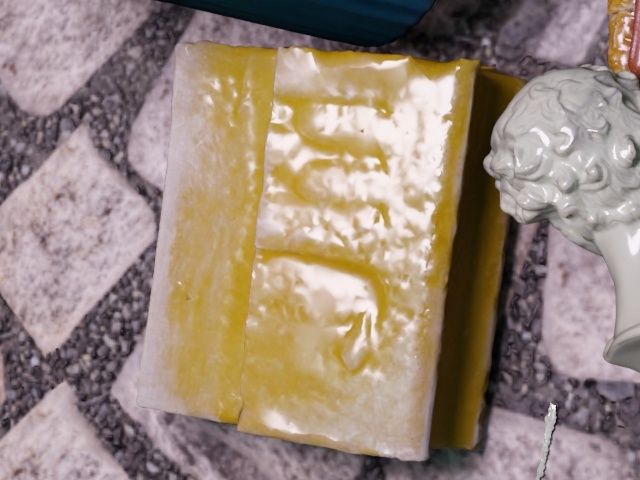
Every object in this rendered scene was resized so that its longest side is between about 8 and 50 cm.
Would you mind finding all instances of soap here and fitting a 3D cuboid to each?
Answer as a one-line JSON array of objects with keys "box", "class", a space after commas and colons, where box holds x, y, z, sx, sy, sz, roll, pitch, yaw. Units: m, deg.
[{"box": [0.000, 0.000, 1.414, 0.259, 0.143, 0.281, 7, 94, 25], "class": "soap"}]

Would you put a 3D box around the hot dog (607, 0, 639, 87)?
[{"box": [0.228, -0.150, 1.362, 0.066, 0.047, 0.216, 5, 89, 28], "class": "hot dog"}]

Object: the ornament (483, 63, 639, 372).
[{"box": [0.217, 0.010, 1.286, 0.285, 0.120, 0.130, 54, 147, 13], "class": "ornament"}]

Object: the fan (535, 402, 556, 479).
[{"box": [0.136, 0.268, 1.396, 0.182, 0.010, 0.310, 9, 91, 25], "class": "fan"}]

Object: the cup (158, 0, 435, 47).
[{"box": [-0.074, -0.256, 1.335, 0.308, 0.292, 0.242, -44, 42, 52], "class": "cup"}]
